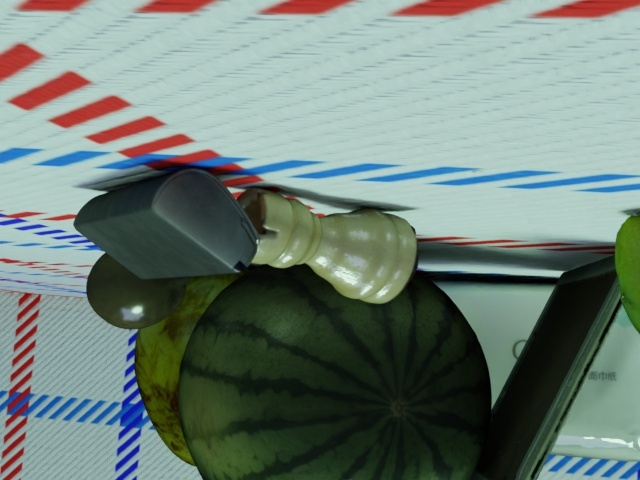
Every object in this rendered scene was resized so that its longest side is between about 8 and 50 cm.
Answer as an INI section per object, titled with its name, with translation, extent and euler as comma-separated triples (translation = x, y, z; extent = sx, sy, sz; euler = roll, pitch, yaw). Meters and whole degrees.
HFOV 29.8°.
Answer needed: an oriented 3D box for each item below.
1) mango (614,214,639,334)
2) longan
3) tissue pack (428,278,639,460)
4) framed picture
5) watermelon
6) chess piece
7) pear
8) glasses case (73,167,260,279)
[mango]
translation = 0.276, 0.041, 0.689
extent = 0.233, 0.125, 0.111
euler = 25, -150, 24
[longan]
translation = -0.194, 0.049, 1.286
extent = 0.113, 0.092, 0.113
euler = -4, 165, -1
[tissue pack]
translation = 0.238, 0.146, 1.379
extent = 0.357, 0.193, 0.266
euler = 0, 172, 26
[framed picture]
translation = 0.192, 0.121, 1.037
extent = 0.018, 0.231, 0.293
euler = 28, 176, 3
[watermelon]
translation = 0.006, 0.146, 1.129
extent = 0.279, 0.278, 0.359
euler = 7, 175, -24
[chess piece]
translation = 0.000, 0.000, 0.796
extent = 0.122, 0.066, 0.066
euler = 16, 169, -37
[pear]
translation = -0.101, 0.164, 1.513
extent = 0.284, 0.283, 0.283
euler = 5, 174, 0
[glasses case]
translation = -0.103, -0.007, 0.785
extent = 0.072, 0.042, 0.191
euler = 47, 159, -16
